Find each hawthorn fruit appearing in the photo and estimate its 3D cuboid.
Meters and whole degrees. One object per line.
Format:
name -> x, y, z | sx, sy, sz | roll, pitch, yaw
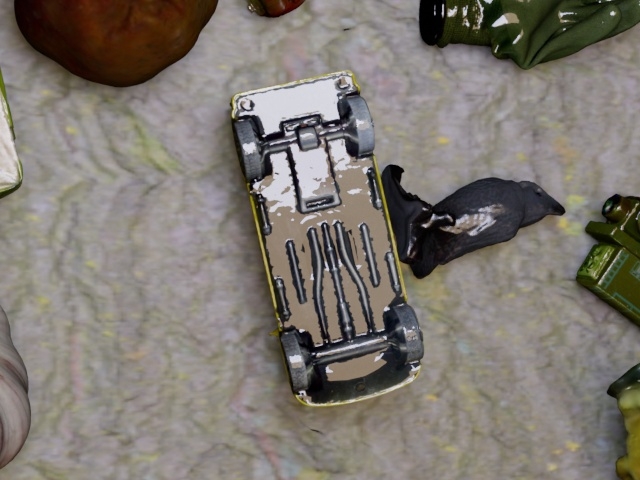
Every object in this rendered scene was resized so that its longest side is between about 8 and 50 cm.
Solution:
hawthorn fruit -> -0.193, -0.259, 1.233 | 0.208, 0.248, 0.208 | 1, 86, -13

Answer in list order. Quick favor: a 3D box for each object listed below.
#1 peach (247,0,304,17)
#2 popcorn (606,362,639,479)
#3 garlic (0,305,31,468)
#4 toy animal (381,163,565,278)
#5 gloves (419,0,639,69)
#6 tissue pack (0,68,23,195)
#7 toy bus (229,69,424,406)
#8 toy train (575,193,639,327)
peach -> -0.067, -0.315, 1.343 | 0.092, 0.127, 0.172 | -35, 75, -2
popcorn -> 0.474, 0.259, 1.422 | 0.293, 0.293, 0.237 | -19, 54, -13
garlic -> -0.403, 0.172, 1.245 | 0.245, 0.245, 0.253 | 20, 121, -15
toy animal -> 0.166, -0.010, 1.420 | 0.210, 0.121, 0.117 | 2, 110, -21
gloves -> 0.242, -0.254, 1.419 | 0.268, 0.107, 0.135 | -3, 86, 3
tissue pack -> -0.382, -0.097, 1.178 | 0.200, 0.275, 0.167 | -15, 96, -12
toy bus -> 0.000, 0.000, 1.347 | 0.144, 0.152, 0.330 | -13, 94, -8
toy train -> 0.393, 0.046, 1.482 | 0.225, 0.090, 0.137 | 35, 88, -14
